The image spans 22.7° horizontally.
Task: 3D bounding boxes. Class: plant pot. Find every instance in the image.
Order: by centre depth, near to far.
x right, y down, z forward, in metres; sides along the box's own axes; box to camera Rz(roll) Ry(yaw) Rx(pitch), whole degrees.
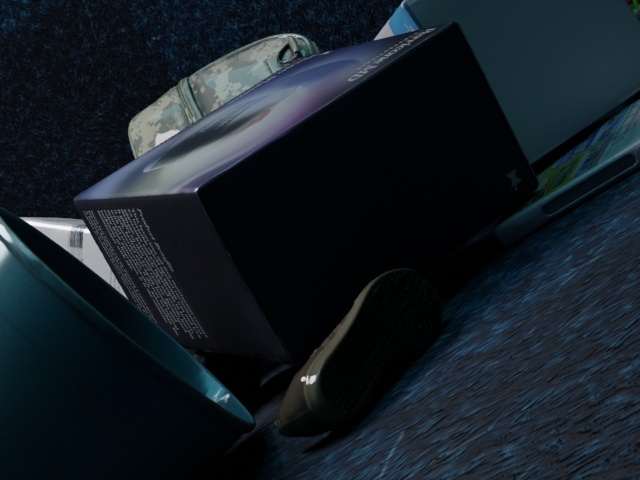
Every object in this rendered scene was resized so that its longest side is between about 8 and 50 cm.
[{"bbox_3d":[-0.236,0.155,1.270,0.255,0.271,0.271,-50,5,-1],"label":"plant pot"}]

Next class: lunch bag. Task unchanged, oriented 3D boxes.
[{"bbox_3d":[-0.044,-0.091,1.905,0.256,0.212,0.305,-36,-39,11],"label":"lunch bag"}]

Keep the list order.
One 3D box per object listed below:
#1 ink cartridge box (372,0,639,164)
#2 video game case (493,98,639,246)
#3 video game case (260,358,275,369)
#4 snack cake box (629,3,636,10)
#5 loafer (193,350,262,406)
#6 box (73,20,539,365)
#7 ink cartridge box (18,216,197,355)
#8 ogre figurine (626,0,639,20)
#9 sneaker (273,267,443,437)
[{"bbox_3d":[0.182,-0.174,1.635,0.197,0.198,0.270,-34,-1,-13],"label":"ink cartridge box"},{"bbox_3d":[0.260,-0.081,1.429,0.193,0.023,0.212,-33,6,28],"label":"video game case"},{"bbox_3d":[0.000,0.000,1.697,0.232,0.042,0.210,-35,38,9],"label":"video game case"},{"bbox_3d":[0.303,-0.201,1.882,0.264,0.089,0.152,-37,7,-13],"label":"snack cake box"},{"bbox_3d":[-0.117,0.147,1.482,0.078,0.076,0.223,-23,13,24],"label":"loafer"},{"bbox_3d":[-0.019,-0.045,1.450,0.296,0.183,0.294,-35,16,-24],"label":"box"},{"bbox_3d":[-0.217,0.069,1.695,0.237,0.172,0.100,7,5,34],"label":"ink cartridge box"},{"bbox_3d":[0.372,-0.238,1.750,0.197,0.097,0.118,-48,19,-10],"label":"ogre figurine"},{"bbox_3d":[0.024,0.083,1.209,0.071,0.066,0.188,-32,5,40],"label":"sneaker"}]
